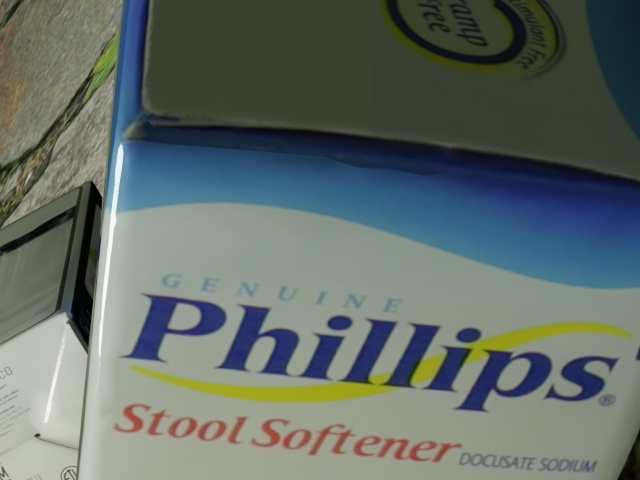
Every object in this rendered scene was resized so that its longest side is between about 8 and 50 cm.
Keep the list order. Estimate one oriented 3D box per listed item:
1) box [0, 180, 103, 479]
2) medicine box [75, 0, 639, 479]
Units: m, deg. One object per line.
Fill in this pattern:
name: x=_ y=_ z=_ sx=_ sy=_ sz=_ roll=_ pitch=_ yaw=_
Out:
box: x=-0.174 y=0.071 z=0.861 sx=0.169 sy=0.087 sz=0.290 roll=-29 pitch=14 yaw=3
medicine box: x=0.000 y=0.000 z=0.556 sx=0.263 sy=0.149 sz=0.289 roll=-93 pitch=11 yaw=-48
